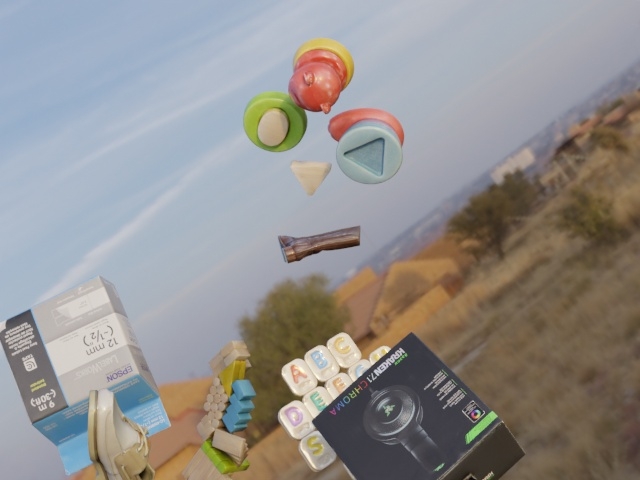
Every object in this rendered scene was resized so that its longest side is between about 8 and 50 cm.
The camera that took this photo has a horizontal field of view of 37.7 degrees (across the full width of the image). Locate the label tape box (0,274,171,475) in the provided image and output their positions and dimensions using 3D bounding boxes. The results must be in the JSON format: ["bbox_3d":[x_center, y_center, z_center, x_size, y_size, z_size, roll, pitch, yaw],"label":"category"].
[{"bbox_3d":[-0.502,0.284,1.986,0.249,0.347,0.115,-25,-16,-2],"label":"label tape box"}]

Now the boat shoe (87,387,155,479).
[{"bbox_3d":[-0.356,0.365,1.685,0.104,0.113,0.302,-2,-42,-5],"label":"boat shoe"}]

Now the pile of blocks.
[{"bbox_3d":[-0.187,0.403,2.078,0.113,0.149,0.361,9,-84,-54],"label":"pile of blocks"}]

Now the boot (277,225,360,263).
[{"bbox_3d":[0.000,0.000,1.332,0.114,0.037,0.106,-17,17,-6],"label":"boot"}]

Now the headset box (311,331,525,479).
[{"bbox_3d":[0.168,0.343,1.599,0.246,0.283,0.131,-41,-47,-3],"label":"headset box"}]

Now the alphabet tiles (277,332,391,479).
[{"bbox_3d":[0.063,0.324,1.829,0.284,0.278,0.021,-28,-16,-28],"label":"alphabet tiles"}]

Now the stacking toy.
[{"bbox_3d":[-0.003,-0.203,1.844,0.280,0.309,0.130,-31,26,27],"label":"stacking toy"}]
